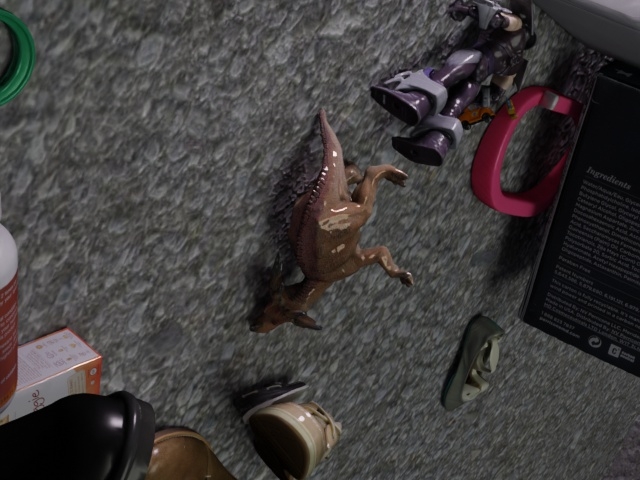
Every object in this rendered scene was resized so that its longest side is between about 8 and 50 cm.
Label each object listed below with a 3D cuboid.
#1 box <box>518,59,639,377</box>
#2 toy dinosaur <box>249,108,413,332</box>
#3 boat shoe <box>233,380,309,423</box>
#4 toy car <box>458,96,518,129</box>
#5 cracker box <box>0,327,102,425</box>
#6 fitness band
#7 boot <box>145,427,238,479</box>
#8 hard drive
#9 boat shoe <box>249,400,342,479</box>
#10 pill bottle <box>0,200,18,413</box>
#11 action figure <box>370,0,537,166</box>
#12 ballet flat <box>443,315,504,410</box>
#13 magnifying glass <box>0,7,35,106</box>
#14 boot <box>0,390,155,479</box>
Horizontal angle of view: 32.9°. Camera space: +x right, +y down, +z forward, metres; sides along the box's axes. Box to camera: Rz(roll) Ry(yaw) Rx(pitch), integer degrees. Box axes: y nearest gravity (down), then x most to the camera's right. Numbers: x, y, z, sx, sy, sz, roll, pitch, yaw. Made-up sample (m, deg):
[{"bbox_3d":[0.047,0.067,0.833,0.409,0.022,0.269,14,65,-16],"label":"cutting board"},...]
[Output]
[{"bbox_3d":[0.615,-0.086,1.862,0.480,0.297,0.471,-33,140,-48],"label":"box"},{"bbox_3d":[0.000,0.000,1.339,0.200,0.127,0.295,-27,132,-29],"label":"toy dinosaur"},{"bbox_3d":[-0.068,0.216,1.506,0.125,0.038,0.046,-20,154,-42],"label":"boat shoe"},{"bbox_3d":[0.237,-0.186,1.573,0.122,0.060,0.040,-14,85,-58],"label":"toy car"},{"bbox_3d":[-0.338,0.202,1.105,0.232,0.067,0.155,-22,134,-42],"label":"cracker box"},{"bbox_3d":[0.344,-0.137,1.735,0.291,0.054,0.209,6,113,-54],"label":"fitness band"},{"bbox_3d":[-0.151,0.336,1.430,0.112,0.115,0.305,-50,146,-7],"label":"boot"},{"bbox_3d":[0.405,-0.302,1.502,0.353,0.233,0.047,13,106,-56],"label":"hard drive"},{"bbox_3d":[-0.027,0.260,1.469,0.098,0.109,0.302,-39,167,-16],"label":"boat shoe"},{"bbox_3d":[-0.323,0.050,0.940,0.121,0.121,0.216,-23,135,-42],"label":"pill bottle"},{"bbox_3d":[0.196,-0.226,1.427,0.285,0.099,0.185,-42,138,-29],"label":"action figure"},{"bbox_3d":[0.278,0.236,1.959,0.072,0.068,0.213,-18,132,-45],"label":"ballet flat"},{"bbox_3d":[-0.320,-0.162,0.855,0.231,0.026,0.092,13,107,-58],"label":"magnifying glass"},{"bbox_3d":[-0.329,0.194,0.876,0.348,0.131,0.260,-35,131,26],"label":"boot"}]
